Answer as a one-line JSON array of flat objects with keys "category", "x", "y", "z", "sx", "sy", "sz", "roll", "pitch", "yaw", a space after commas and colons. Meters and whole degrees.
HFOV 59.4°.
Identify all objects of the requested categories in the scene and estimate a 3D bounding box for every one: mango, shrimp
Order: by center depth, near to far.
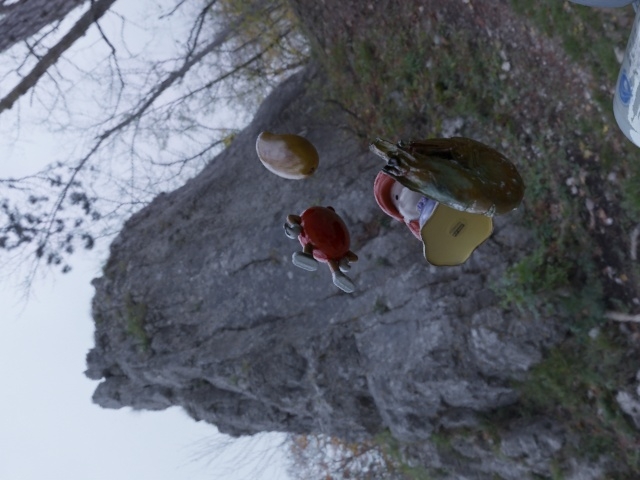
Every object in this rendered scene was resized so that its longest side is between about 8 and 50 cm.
[{"category": "shrimp", "x": 0.164, "y": -0.094, "z": 0.724, "sx": 0.216, "sy": 0.051, "sz": 0.115, "roll": 14, "pitch": -128, "yaw": -9}, {"category": "mango", "x": -0.083, "y": -0.194, "z": 1.266, "sx": 0.084, "sy": 0.184, "sz": 0.102, "roll": -12, "pitch": -61, "yaw": -50}]

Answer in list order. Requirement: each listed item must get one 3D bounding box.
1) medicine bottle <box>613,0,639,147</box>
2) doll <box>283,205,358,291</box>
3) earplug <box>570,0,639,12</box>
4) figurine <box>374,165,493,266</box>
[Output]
[{"category": "medicine bottle", "x": 0.404, "y": -0.221, "z": 0.550, "sx": 0.293, "sy": 0.170, "sz": 0.170, "roll": 65, "pitch": -170, "yaw": -58}, {"category": "doll", "x": 0.000, "y": 0.000, "z": 1.183, "sx": 0.183, "sy": 0.085, "sz": 0.217, "roll": 28, "pitch": -144, "yaw": -26}, {"category": "earplug", "x": 0.440, "y": -0.367, "z": 0.744, "sx": 0.325, "sy": 0.175, "sz": 0.214, "roll": 31, "pitch": 167, "yaw": 5}, {"category": "figurine", "x": 0.239, "y": -0.065, "z": 1.186, "sx": 0.257, "sy": 0.208, "sz": 0.181, "roll": -118, "pitch": 24, "yaw": -59}]
